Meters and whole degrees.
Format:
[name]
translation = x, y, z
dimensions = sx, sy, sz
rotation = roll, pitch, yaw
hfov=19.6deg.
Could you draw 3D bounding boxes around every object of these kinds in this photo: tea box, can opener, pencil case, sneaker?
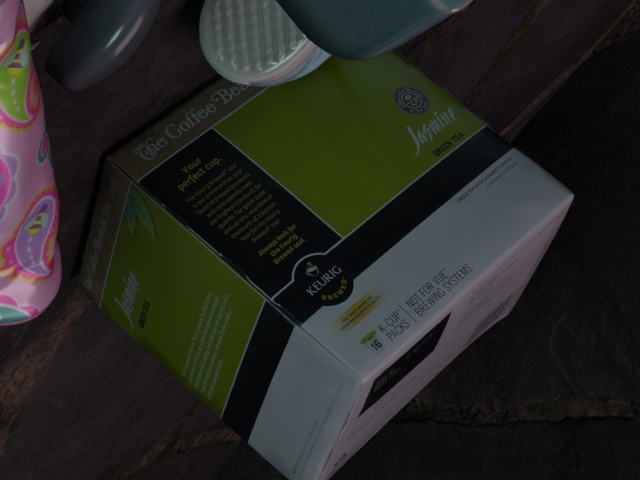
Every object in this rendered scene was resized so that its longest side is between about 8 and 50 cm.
[tea box]
translation = 0.000, 0.000, 1.791
dimensions = 0.329, 0.323, 0.220
rotation = -38, 162, -35
[can opener]
translation = -0.229, -0.101, 1.294
dimensions = 0.283, 0.095, 0.076
rotation = -48, 166, -3
[pencil case]
translation = -0.233, -0.070, 1.180
dimensions = 0.124, 0.124, 0.284
rotation = -39, 148, -34
[sneaker]
translation = 0.042, -0.278, 1.615
dimensions = 0.366, 0.135, 0.150
rotation = -41, 175, 5

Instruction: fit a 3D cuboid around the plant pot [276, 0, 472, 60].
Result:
[plant pot]
translation = 0.043, -0.279, 1.373
dimensions = 0.247, 0.248, 0.252
rotation = -42, -177, -26
